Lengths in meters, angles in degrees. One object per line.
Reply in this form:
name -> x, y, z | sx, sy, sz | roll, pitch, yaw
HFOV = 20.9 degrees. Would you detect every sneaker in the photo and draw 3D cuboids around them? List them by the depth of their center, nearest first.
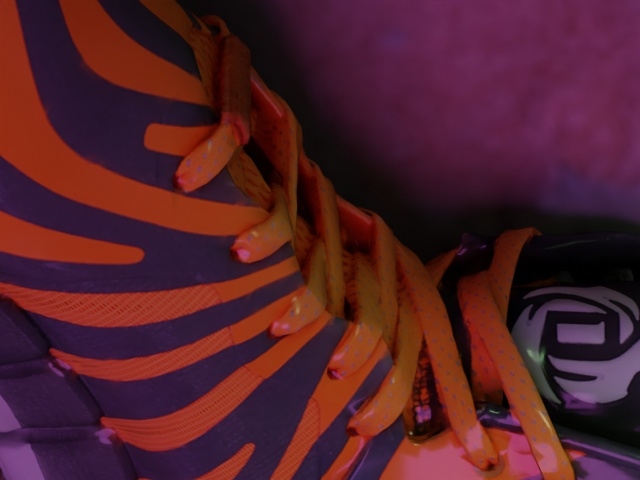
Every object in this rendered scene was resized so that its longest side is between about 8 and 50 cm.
sneaker -> 0.000, 0.000, 0.427 | 0.180, 0.124, 0.321 | -6, 134, 12

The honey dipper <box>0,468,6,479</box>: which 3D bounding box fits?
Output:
honey dipper -> -0.061, 0.109, 0.564 | 0.161, 0.030, 0.030 | 32, 126, -15
